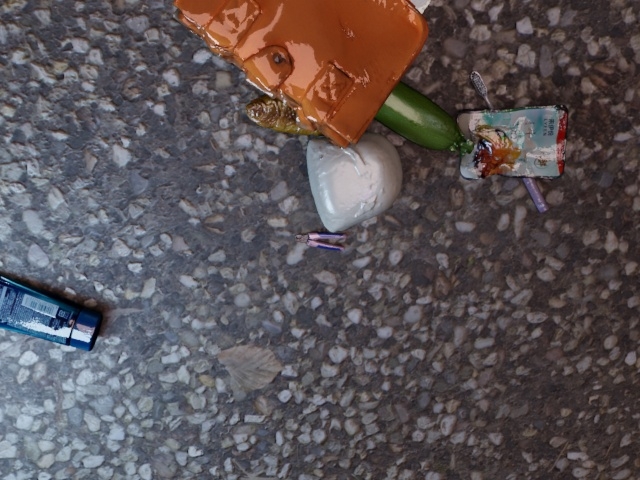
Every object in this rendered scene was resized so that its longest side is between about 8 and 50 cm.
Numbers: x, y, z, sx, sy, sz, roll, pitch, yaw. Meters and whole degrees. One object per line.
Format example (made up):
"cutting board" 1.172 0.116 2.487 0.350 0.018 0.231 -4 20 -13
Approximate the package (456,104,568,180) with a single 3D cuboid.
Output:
"package" 0.405 -0.205 1.528 0.231 0.040 0.166 1 114 8

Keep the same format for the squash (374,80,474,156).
"squash" 0.156 -0.279 1.481 0.378 0.101 0.101 31 99 -13

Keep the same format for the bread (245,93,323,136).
"bread" -0.040 -0.271 1.475 0.233 0.076 0.105 2 115 -13

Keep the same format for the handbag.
"handbag" -0.030 -0.398 1.324 0.410 0.116 0.303 36 84 -13

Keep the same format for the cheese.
"cheese" 0.076 -0.130 1.479 0.189 0.154 0.198 -12 100 9

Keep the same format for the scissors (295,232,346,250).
"scissors" 0.000 0.000 1.576 0.113 0.012 0.039 4 102 -7

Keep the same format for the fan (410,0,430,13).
"fan" 0.139 -0.466 1.481 0.240 0.009 0.131 -39 103 4

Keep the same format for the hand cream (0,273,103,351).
"hand cream" -0.607 0.156 1.534 0.270 0.061 0.120 19 99 -5

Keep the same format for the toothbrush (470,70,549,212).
"toothbrush" 0.411 -0.209 1.559 0.024 0.029 0.354 -27 106 18
